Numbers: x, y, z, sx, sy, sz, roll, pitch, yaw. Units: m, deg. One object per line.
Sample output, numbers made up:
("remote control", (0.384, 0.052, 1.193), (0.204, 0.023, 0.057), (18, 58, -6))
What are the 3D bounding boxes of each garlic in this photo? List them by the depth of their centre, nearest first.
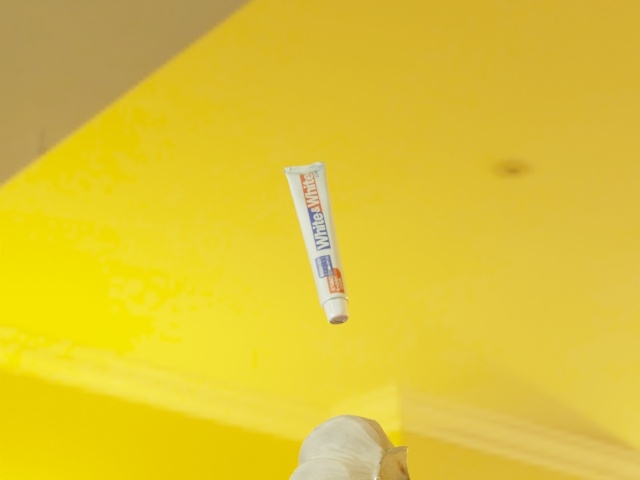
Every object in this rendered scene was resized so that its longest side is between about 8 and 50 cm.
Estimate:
("garlic", (0.020, 0.337, 1.958), (0.142, 0.229, 0.178), (1, -27, -41))

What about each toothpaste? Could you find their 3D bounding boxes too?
("toothpaste", (0.000, 0.000, 1.828), (0.052, 0.218, 0.033), (-10, -31, -5))
